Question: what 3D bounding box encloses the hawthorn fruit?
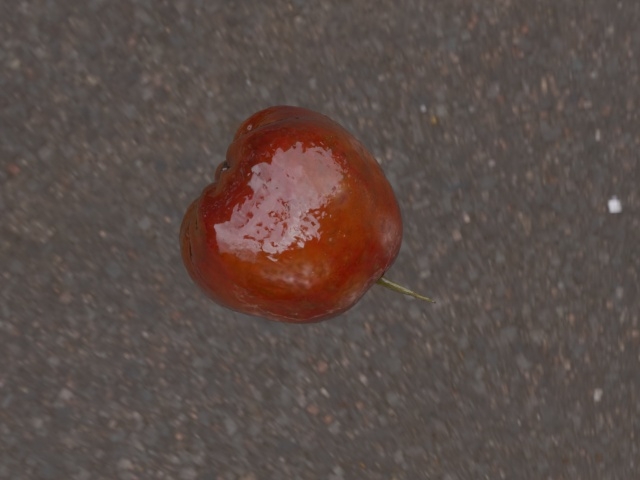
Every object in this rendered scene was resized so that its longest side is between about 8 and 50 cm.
[{"bbox_3d":[-0.015,-0.005,0.849,0.125,0.125,0.140,-25,89,2],"label":"hawthorn fruit"}]
